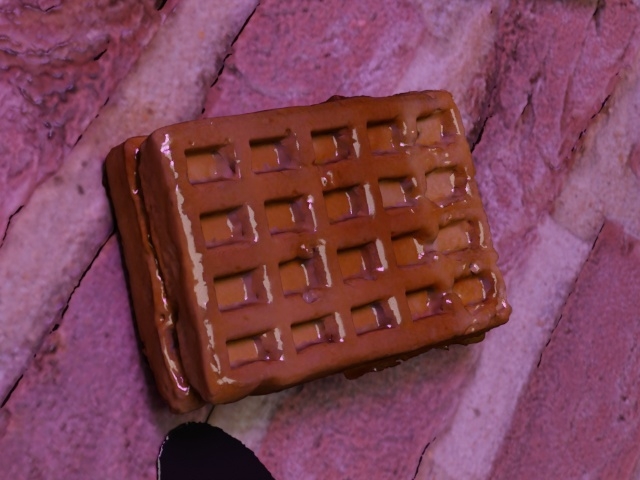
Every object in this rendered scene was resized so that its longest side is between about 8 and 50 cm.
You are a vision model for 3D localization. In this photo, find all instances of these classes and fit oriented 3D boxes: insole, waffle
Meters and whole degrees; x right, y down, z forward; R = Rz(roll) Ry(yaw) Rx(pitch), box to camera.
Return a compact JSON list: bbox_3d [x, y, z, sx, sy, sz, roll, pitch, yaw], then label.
[{"bbox_3d":[-0.030,0.277,1.327,0.109,0.007,0.322,-42,107,-34],"label":"insole"},{"bbox_3d":[0.000,0.000,1.354,0.327,0.098,0.224,-11,89,-38],"label":"waffle"}]
